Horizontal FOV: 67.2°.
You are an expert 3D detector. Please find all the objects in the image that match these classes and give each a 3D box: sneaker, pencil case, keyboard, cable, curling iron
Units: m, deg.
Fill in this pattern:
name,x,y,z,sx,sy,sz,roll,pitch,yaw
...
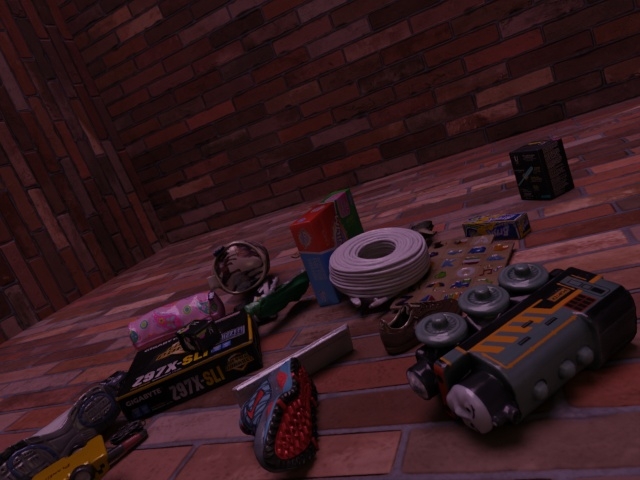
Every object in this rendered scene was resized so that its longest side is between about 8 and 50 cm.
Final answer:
name,x,y,z,sx,sy,sz,roll,pitch,yaw
sneaker,0.199,0.149,0.947,0.188,0.071,0.066,-28,14,-23
pencil case,-0.262,0.081,1.612,0.184,0.159,0.410,-14,1,-4
sneaker,-0.554,0.430,0.998,0.129,0.111,0.297,-37,-1,42
keyboard,-0.046,0.249,0.940,0.256,0.072,0.014,-26,39,-20
cable,0.143,0.051,1.212,0.257,0.089,0.257,-25,24,-20
sneaker,-0.075,0.298,0.785,0.125,0.104,0.262,-34,5,9
curling iron,-0.440,0.432,0.898,0.068,0.035,0.274,-16,13,39
pencil case,-0.426,0.246,1.444,0.284,0.124,0.124,-19,13,5
sneaker,-0.197,0.182,1.419,0.121,0.079,0.217,-21,14,-1

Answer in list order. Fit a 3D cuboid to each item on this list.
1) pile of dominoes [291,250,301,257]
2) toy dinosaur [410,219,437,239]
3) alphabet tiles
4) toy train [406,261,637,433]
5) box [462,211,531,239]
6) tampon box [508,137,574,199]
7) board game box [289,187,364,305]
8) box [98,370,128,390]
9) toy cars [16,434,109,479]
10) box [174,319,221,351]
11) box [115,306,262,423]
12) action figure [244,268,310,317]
name,x,y,z,sx,sy,sz,roll,pitch,yaw
pile of dominoes,0.000,0.000,1.931,0.196,0.040,0.251,-9,18,43
toy dinosaur,0.287,-0.013,1.429,0.118,0.064,0.268,-39,-2,13
alphabet tiles,0.306,0.071,1.172,0.285,0.011,0.342,-9,21,35
toy train,0.291,0.145,0.705,0.334,0.142,0.190,-27,24,-21
box,0.473,-0.036,1.301,0.059,0.054,0.169,-30,15,-33
tampon box,0.673,-0.216,1.469,0.102,0.160,0.120,-25,14,-17
board game box,0.042,0.009,1.390,0.064,0.242,0.316,-12,16,27
box,-0.555,0.382,1.315,0.083,0.018,0.067,-11,16,37
toy cars,-0.460,0.463,0.711,0.177,0.087,0.393,-16,18,22
box,-0.286,0.222,1.129,0.083,0.052,0.062,-8,20,41
box,-0.306,0.289,1.176,0.322,0.079,0.257,-22,15,-5
action figure,-0.114,0.147,1.288,0.063,0.137,0.232,36,33,22
